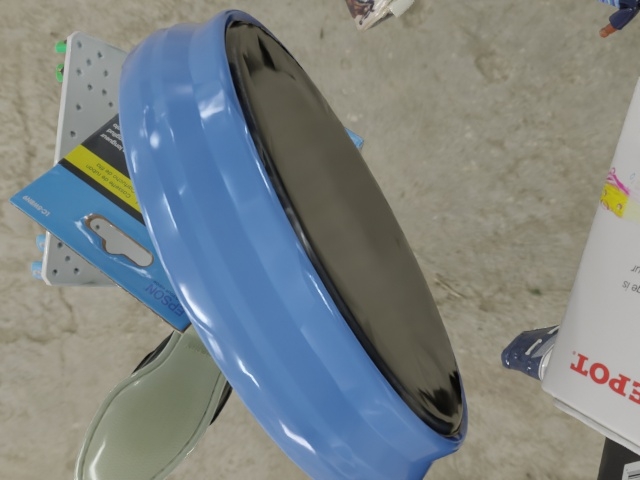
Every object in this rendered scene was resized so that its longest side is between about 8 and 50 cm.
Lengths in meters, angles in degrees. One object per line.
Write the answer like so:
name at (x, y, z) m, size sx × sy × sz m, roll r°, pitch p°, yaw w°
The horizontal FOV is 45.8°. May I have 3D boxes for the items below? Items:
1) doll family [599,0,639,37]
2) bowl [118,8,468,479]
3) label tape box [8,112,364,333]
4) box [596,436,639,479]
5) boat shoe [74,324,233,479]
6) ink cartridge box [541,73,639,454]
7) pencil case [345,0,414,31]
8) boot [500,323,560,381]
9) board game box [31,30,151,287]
doll family at (0.245, -0.249, 0.570) m, size 0.076 × 0.193 × 0.111 m, roll -37°, pitch 55°, yaw -25°
bowl at (0.000, 0.000, 0.588) m, size 0.077 × 0.391 × 0.391 m, roll -28°, pitch 88°, yaw 14°
label tape box at (-0.142, -0.056, 0.879) m, size 0.240 × 0.106 × 0.334 m, roll 35°, pitch 58°, yaw 11°
box at (0.478, 0.344, 0.825) m, size 0.312 × 0.179 × 0.343 m, roll 28°, pitch 60°, yaw -6°
boat shoe at (-0.175, 0.185, 0.951) m, size 0.127 × 0.113 × 0.340 m, roll 22°, pitch 64°, yaw 9°
ink cartridge box at (0.271, 0.002, 0.430) m, size 0.117 × 0.201 × 0.278 m, roll 10°, pitch 99°, yaw -31°
pencil case at (0.040, -0.570, 1.320) m, size 0.159 × 0.183 × 0.410 m, roll -30°, pitch 98°, yaw 15°
boot at (0.347, 0.140, 1.102) m, size 0.190 × 0.086 × 0.069 m, roll -24°, pitch 116°, yaw -38°
board game box at (-0.318, -0.114, 1.316) m, size 0.050 × 0.390 × 0.390 m, roll 4°, pitch 88°, yaw 30°
